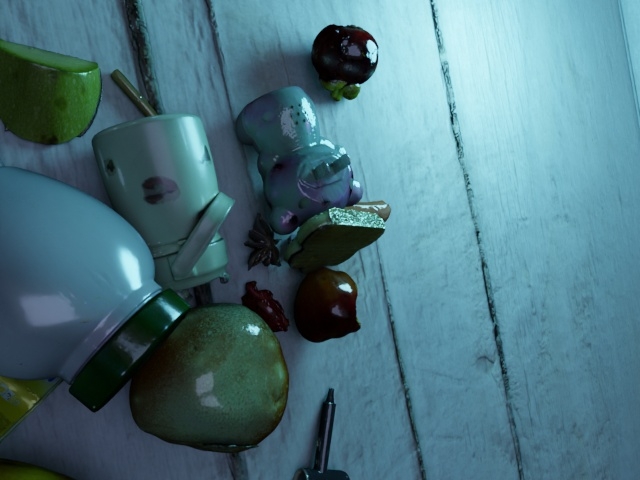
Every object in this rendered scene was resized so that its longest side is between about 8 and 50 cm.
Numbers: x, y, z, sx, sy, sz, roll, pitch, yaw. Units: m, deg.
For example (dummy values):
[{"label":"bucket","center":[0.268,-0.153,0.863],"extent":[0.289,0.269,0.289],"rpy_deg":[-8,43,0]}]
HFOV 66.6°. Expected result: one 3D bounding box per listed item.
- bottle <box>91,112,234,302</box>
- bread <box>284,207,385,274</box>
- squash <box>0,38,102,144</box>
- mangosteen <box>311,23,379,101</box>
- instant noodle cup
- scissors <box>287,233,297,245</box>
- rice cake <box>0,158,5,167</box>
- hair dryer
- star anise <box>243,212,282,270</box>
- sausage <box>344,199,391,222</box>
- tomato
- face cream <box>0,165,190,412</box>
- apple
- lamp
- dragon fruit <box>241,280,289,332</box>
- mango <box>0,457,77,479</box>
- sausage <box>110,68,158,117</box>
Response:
[{"label":"bottle","center":[-0.276,-0.051,0.937],"extent":[0.229,0.229,0.352],"rpy_deg":[-19,97,-29]},{"label":"bread","center":[0.019,0.004,1.104],"extent":[0.286,0.207,0.056],"rpy_deg":[8,49,-57]},{"label":"squash","center":[-0.505,-0.276,0.896],"extent":[0.191,0.085,0.184],"rpy_deg":[5,84,-27]},{"label":"mangosteen","center":[0.057,-0.430,1.188],"extent":[0.166,0.166,0.180],"rpy_deg":[-4,113,-29]},{"label":"instant noodle cup","center":[-0.522,0.224,0.801],"extent":[0.153,0.205,0.205],"rpy_deg":[45,67,-12]},{"label":"scissors","center":[0.000,0.000,1.204],"extent":[0.188,0.015,0.100],"rpy_deg":[-33,104,-29]},{"label":"rice cake","center":[-0.529,-0.011,0.874],"extent":[0.056,0.072,0.365],"rpy_deg":[-31,102,-30]},{"label":"hair dryer","center":[0.023,0.486,1.163],"extent":[0.128,0.070,0.256],"rpy_deg":[19,73,-27]},{"label":"star anise","center":[-0.132,0.000,1.108],"extent":[0.124,0.056,0.130],"rpy_deg":[-4,84,-54]},{"label":"sausage","center":[0.112,-0.070,1.244],"extent":[0.169,0.065,0.065],"rpy_deg":[-2,88,-29]},{"label":"tomato","center":[-0.200,0.276,0.946],"extent":[0.303,0.239,0.304],"rpy_deg":[2,86,-33]},{"label":"face cream","center":[-0.401,0.065,0.746],"extent":[0.357,0.219,0.312],"rpy_deg":[42,35,-3]},{"label":"apple","center":[0.011,0.147,1.124],"extent":[0.146,0.156,0.159],"rpy_deg":[-3,68,-33]},{"label":"lamp","center":[-0.036,-0.182,1.069],"extent":[0.247,0.247,0.302],"rpy_deg":[-23,91,-31]},{"label":"dragon fruit","center":[-0.120,0.151,1.098],"extent":[0.097,0.063,0.132],"rpy_deg":[-15,95,-29]},{"label":"mango","center":[-0.517,0.489,0.761],"extent":[0.444,0.220,0.301],"rpy_deg":[36,100,-18]},{"label":"sausage","center":[-0.378,-0.292,1.002],"extent":[0.024,0.024,0.132],"rpy_deg":[-47,108,-23]}]
